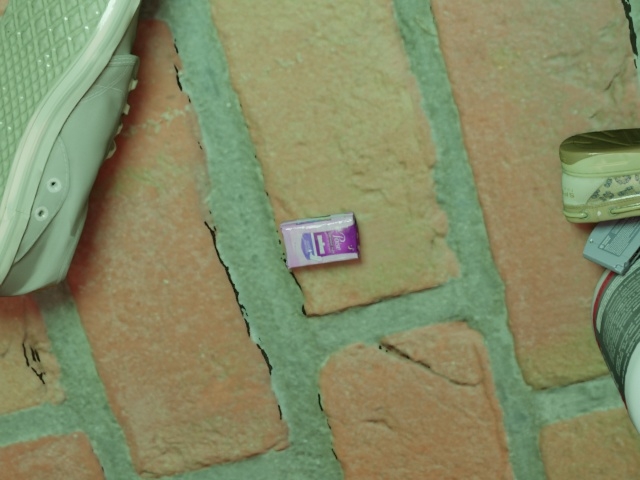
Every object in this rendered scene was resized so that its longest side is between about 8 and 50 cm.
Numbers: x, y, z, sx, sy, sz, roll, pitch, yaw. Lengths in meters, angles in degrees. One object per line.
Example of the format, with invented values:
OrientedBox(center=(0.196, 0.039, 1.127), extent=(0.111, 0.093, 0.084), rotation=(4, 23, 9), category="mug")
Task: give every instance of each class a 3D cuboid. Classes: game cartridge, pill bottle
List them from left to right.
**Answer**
OrientedBox(center=(0.317, -0.005, 1.179), extent=(0.083, 0.056, 0.017), rotation=(-47, 143, -17), category="game cartridge")
OrientedBox(center=(0.374, 0.119, 1.084), extent=(0.176, 0.318, 0.176), rotation=(1, 106, 4), category="pill bottle")

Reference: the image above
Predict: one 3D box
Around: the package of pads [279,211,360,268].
OrientedBox(center=(0.000, 0.000, 1.218), extent=(0.083, 0.032, 0.050), rotation=(-8, 109, 5), category="package of pads")

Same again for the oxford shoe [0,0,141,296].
OrientedBox(center=(-0.261, -0.143, 1.148), extent=(0.130, 0.169, 0.449), rotation=(14, 103, -47), category="oxford shoe")

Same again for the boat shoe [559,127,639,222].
OrientedBox(center=(0.391, -0.067, 1.149), extent=(0.285, 0.104, 0.089), rotation=(0, 111, 13), category="boat shoe")
